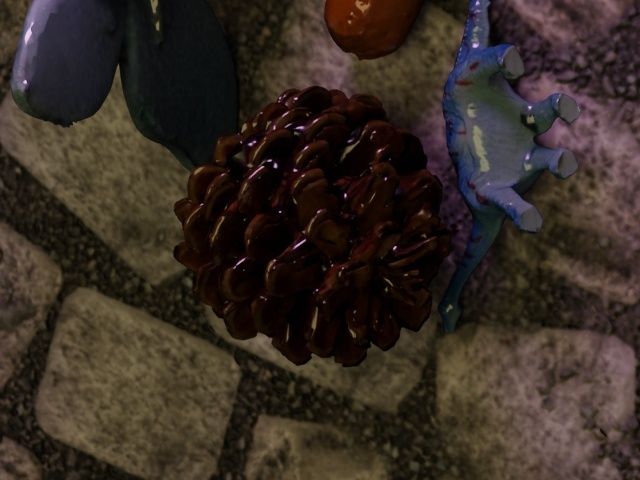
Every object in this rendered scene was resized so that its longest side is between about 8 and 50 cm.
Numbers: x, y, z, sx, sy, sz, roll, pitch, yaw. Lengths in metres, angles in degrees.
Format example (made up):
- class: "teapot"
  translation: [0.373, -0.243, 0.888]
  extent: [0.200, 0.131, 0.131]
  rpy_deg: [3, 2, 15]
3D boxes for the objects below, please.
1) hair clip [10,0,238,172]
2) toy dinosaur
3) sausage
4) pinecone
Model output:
- class: "hair clip"
  translation: [-0.201, -0.255, 1.441]
  extent: [0.238, 0.318, 0.392]
  rpy_deg: [20, 108, 23]
- class: "toy dinosaur"
  translation: [0.139, -0.080, 1.437]
  extent: [0.144, 0.076, 0.329]
  rpy_deg: [13, 107, 56]
- class: "sausage"
  translation: [0.057, -0.234, 1.452]
  extent: [0.076, 0.076, 0.197]
  rpy_deg: [25, 108, 19]
- class: "pinecone"
  translation: [0.000, 0.000, 1.426]
  extent: [0.221, 0.221, 0.221]
  rpy_deg: [4, 100, 24]
